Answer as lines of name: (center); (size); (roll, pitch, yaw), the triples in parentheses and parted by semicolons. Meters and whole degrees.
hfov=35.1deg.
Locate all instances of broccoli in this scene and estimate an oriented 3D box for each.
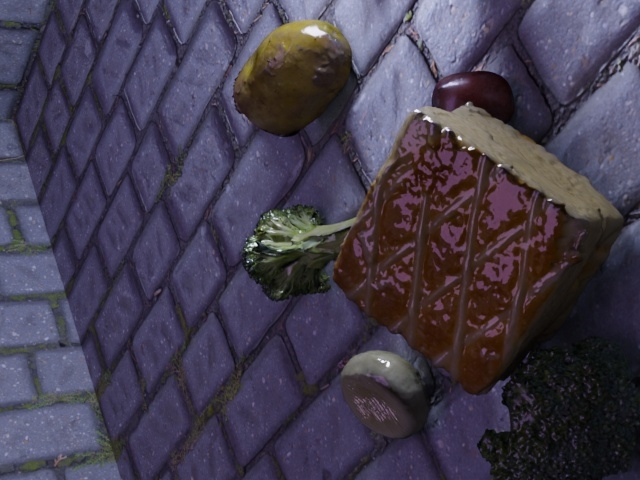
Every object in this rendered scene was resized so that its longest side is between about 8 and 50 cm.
broccoli: (0.398, 0.305, 1.660); (0.260, 0.288, 0.235); (69, 176, -60)
broccoli: (0.013, 0.003, 2.283); (0.362, 0.252, 0.221); (-13, 85, 20)

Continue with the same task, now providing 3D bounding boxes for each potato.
potato: (-0.044, -0.385, 2.273); (0.266, 0.229, 0.229); (-35, 64, 55)

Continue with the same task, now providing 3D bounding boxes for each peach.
peach: (0.275, -0.256, 1.877); (0.152, 0.152, 0.152); (7, 99, 55)

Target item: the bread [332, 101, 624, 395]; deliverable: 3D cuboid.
bread: (0.269, 0.007, 1.724); (0.371, 0.279, 0.390); (36, 123, 21)

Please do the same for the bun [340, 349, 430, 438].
bun: (0.149, 0.313, 2.138); (0.222, 0.127, 0.222); (28, 140, 28)
